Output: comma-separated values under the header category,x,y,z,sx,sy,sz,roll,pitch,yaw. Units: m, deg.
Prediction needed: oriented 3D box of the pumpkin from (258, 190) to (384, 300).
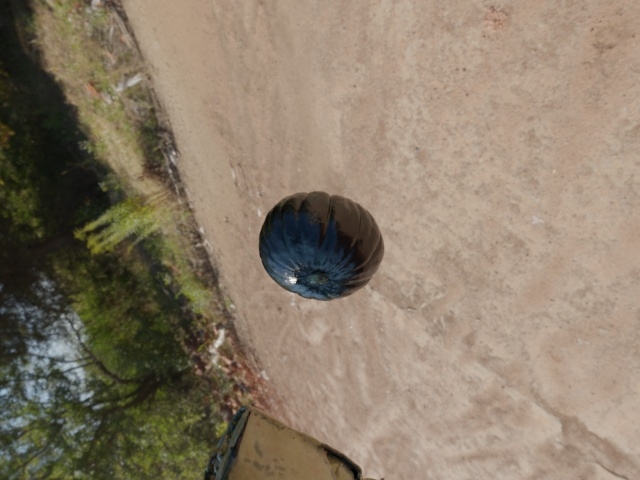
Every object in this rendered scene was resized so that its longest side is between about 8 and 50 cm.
category,x,y,z,sx,sy,sz,roll,pitch,yaw
pumpkin,-0.002,0.011,0.696,0.150,0.194,0.194,-111,3,-58

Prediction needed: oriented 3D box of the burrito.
category,x,y,z,sx,sy,sz,roll,pitch,yaw
burrito,-0.041,0.444,0.789,0.332,0.190,0.135,33,142,-12
